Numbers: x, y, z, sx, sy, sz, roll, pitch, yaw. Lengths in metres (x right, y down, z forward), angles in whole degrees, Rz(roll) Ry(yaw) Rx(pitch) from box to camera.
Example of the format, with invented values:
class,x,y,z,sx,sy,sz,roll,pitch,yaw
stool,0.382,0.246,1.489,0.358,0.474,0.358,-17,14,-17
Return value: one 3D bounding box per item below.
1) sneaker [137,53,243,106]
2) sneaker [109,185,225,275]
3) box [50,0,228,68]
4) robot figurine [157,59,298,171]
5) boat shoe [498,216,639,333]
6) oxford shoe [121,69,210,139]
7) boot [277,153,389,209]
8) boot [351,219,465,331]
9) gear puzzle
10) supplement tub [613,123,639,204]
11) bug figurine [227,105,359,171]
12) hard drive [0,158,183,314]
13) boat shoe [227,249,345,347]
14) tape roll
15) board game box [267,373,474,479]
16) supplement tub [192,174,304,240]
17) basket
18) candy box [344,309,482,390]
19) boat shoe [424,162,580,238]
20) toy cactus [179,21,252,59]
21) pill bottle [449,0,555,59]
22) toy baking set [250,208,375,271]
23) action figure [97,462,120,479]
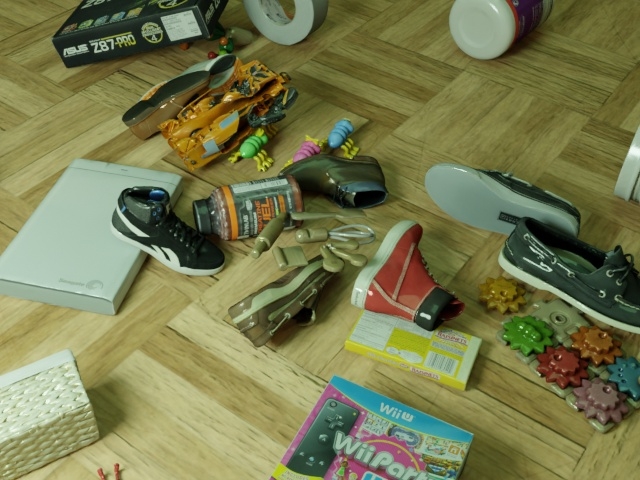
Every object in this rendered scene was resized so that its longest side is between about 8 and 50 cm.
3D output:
class,x,y,z,sx,sy,sz,roll,pitch,yaw
sneaker,-0.304,-0.343,1.825,0.262,0.099,0.121,-29,24,-20
sneaker,-0.259,-0.021,1.397,0.217,0.121,0.079,23,44,-7
box,-0.422,-0.571,1.966,0.395,0.097,0.318,-7,39,19
robot figurine,-0.187,-0.272,1.666,0.291,0.085,0.211,-38,42,-7
boat shoe,0.483,0.052,1.388,0.340,0.113,0.127,28,36,26
oxford shoe,-0.321,-0.294,1.725,0.212,0.076,0.076,-33,37,0
boot,0.029,-0.113,1.579,0.219,0.082,0.106,-8,41,-14
boot,0.178,0.062,1.383,0.176,0.088,0.244,18,39,16
gear puzzle,0.401,0.157,1.329,0.175,0.044,0.339,-24,48,-26
supplement tub,0.757,-0.123,1.509,0.331,0.241,0.241,23,46,21
bug figurine,-0.064,-0.222,1.700,0.279,0.072,0.216,15,44,13
hard drive,-0.424,-0.020,1.480,0.233,0.047,0.353,10,43,7
boat shoe,-0.042,0.103,1.353,0.257,0.095,0.095,-29,87,-40
tape roll,-0.091,-0.610,2.016,0.219,0.219,0.072,25,48,23
board game box,0.045,0.351,1.062,0.224,0.097,0.303,20,44,18
supplement tub,-0.136,-0.057,1.493,0.198,0.106,0.106,-12,44,-15
basket,-0.408,0.252,1.135,0.167,0.113,0.103,-23,50,-25
candy box,0.153,0.171,1.314,0.206,0.027,0.105,18,41,16
boat shoe,0.355,-0.084,1.544,0.306,0.113,0.105,19,38,13
toy cactus,-0.257,-0.505,2.001,0.180,0.112,0.219,-4,37,-36
pill bottle,0.486,-0.607,2.069,0.181,0.181,0.323,29,49,26
toy baking set,-0.007,-0.001,1.392,0.197,0.030,0.256,11,28,6
action figure,-0.280,0.359,1.088,0.038,0.030,0.115,-10,46,-21
